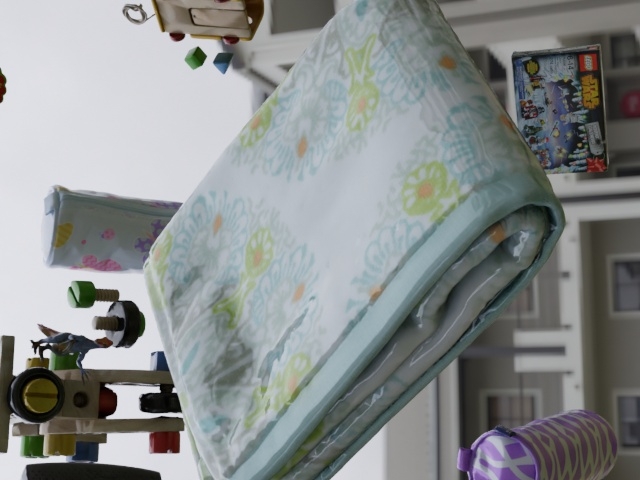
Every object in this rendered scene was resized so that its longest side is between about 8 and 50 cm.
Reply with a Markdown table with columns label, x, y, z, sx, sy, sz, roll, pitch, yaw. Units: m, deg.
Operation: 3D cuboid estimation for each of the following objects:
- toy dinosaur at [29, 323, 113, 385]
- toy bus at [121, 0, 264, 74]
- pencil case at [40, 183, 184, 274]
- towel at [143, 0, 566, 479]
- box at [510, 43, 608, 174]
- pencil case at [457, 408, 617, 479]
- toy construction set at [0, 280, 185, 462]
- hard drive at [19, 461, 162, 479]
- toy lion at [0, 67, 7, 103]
| label | x | y | z | sx | sy | sz | roll | pitch | yaw |
| --- | --- | --- | --- | --- | --- | --- | --- | --- | --- |
| toy dinosaur | -0.254 | 0.102 | 1.184 | 0.047 | 0.082 | 0.090 | 77 | 178 | -51 |
| toy bus | -0.194 | -0.398 | 1.923 | 0.202 | 0.191 | 0.104 | 36 | -132 | -18 |
| pencil case | -0.241 | -0.008 | 1.559 | 0.124 | 0.273 | 0.113 | 130 | 141 | -59 |
| towel | 0.000 | 0.000 | 0.928 | 0.090 | 0.374 | 0.320 | 23 | -150 | -37 |
| box | 0.259 | -0.139 | 1.243 | 0.027 | 0.094 | 0.137 | -57 | -40 | -63 |
| pencil case | 0.223 | 0.219 | 1.159 | 0.206 | 0.088 | 0.086 | 3 | -88 | -52 |
| toy construction set | -0.310 | 0.219 | 1.289 | 0.237 | 0.257 | 0.308 | 6 | -80 | -38 |
| hard drive | -0.352 | 0.437 | 1.809 | 0.255 | 0.054 | 0.172 | 14 | -131 | -43 |
| toy lion | -0.449 | -0.215 | 1.475 | 0.096 | 0.034 | 0.100 | -5 | -96 | -44 |
